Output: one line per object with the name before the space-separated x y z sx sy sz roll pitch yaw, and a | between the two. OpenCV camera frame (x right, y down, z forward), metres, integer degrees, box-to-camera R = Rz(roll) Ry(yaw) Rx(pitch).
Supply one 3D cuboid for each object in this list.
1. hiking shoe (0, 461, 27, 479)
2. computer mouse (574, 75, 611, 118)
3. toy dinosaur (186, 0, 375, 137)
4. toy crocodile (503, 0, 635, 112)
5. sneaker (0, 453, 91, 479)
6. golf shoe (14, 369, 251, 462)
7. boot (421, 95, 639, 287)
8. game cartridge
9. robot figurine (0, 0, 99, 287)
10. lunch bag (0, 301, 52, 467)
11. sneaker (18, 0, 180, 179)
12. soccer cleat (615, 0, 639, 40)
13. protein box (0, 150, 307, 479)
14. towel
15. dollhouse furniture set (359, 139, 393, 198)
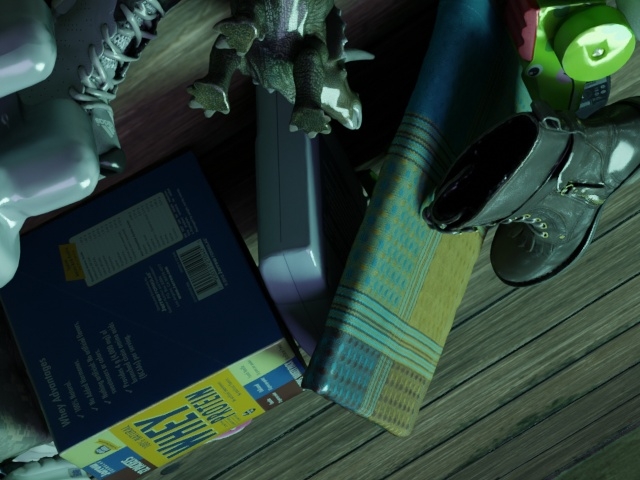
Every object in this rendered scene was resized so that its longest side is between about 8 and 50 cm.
hiking shoe | -0.377 0.252 1.304 0.132 0.113 0.304 -36 165 -5
computer mouse | 0.239 -0.192 1.200 0.071 0.041 0.242 -17 150 6
toy dinosaur | -0.024 -0.178 0.854 0.121 0.160 0.313 3 139 3
toy crocodile | 0.197 -0.224 0.989 0.105 0.115 0.340 -9 147 -8
sneaker | -0.279 0.259 1.020 0.105 0.115 0.281 -39 164 36
golf shoe | -0.213 0.182 1.346 0.306 0.115 0.140 7 147 -42
boot | 0.171 -0.038 1.096 0.229 0.091 0.263 -13 148 -43
game cartridge | 0.000 0.000 1.110 0.060 0.196 0.294 -11 156 9
robot figurine | -0.308 -0.034 0.699 0.354 0.200 0.299 -20 111 -5
lunch bag | -0.408 0.157 1.010 0.287 0.168 0.235 -27 162 12
sneaker | -0.137 -0.111 0.832 0.229 0.132 0.086 -35 154 12
soccer cleat | 0.397 -0.281 1.065 0.116 0.143 0.331 -1 142 -46
protein box | -0.145 0.071 1.078 0.201 0.199 0.136 -28 155 -1
towel | 0.096 -0.018 1.110 0.370 0.040 0.271 -68 156 -9
dollhouse furniture set | 0.115 -0.079 1.242 0.152 0.058 0.076 -34 155 9
